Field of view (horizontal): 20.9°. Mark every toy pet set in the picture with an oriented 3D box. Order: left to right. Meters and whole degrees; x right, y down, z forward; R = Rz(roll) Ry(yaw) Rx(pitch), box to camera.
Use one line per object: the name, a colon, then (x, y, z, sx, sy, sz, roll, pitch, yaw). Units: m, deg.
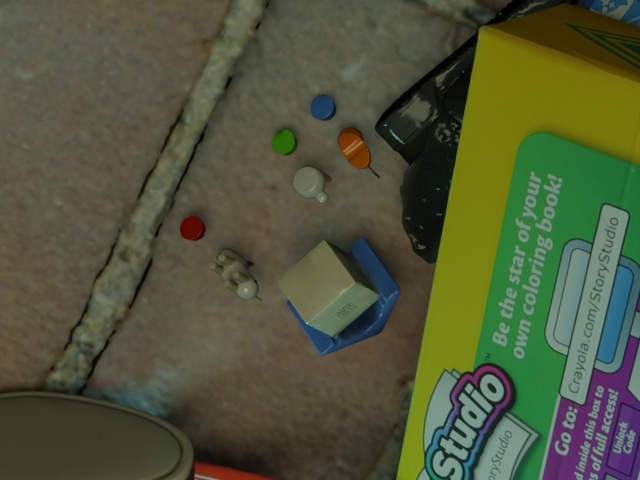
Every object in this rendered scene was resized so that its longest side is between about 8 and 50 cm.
toy pet set: (0.000, 0.000, 1.027, 0.122, 0.065, 0.114, -41, 62, 11)

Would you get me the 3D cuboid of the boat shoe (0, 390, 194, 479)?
boat shoe: (-0.231, 0.163, 1.063, 0.335, 0.112, 0.095, -3, 122, 12)

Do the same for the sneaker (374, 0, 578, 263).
sneaker: (0.100, -0.069, 0.995, 0.170, 0.051, 0.089, -39, 98, 18)

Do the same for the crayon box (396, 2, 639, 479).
crayon box: (0.203, 0.097, 0.897, 0.313, 0.106, 0.363, 24, 117, 31)

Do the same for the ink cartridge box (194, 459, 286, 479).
ink cartridge box: (-0.013, 0.263, 1.014, 0.275, 0.060, 0.239, 6, 109, 37)

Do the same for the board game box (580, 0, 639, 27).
board game box: (0.343, -0.143, 0.868, 0.319, 0.066, 0.318, 41, 111, 19)
